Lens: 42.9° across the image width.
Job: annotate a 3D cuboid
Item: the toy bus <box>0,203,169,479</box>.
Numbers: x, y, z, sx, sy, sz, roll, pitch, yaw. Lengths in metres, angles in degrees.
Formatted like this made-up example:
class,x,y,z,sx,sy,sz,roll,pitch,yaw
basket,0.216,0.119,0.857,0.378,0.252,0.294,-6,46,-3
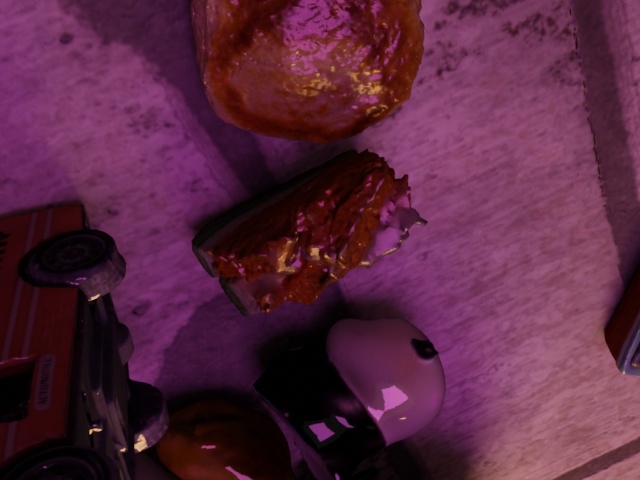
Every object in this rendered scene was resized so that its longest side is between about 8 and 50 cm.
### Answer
class,x,y,z,sx,sy,sz,roll,pitch,yaw
toy bus,-0.234,0.160,0.572,0.232,0.427,0.203,-11,123,-6

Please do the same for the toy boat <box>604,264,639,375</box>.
class,x,y,z,sx,sy,sz,roll,pitch,yaw
toy boat,0.444,0.025,0.862,0.145,0.133,0.332,12,116,-21

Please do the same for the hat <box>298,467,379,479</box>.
class,x,y,z,sx,sy,sz,roll,pitch,yaw
hat,0.008,0.280,0.935,0.121,0.050,0.121,-29,168,-7

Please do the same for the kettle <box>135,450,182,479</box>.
class,x,y,z,sx,sy,sz,roll,pitch,yaw
kettle,-0.195,0.345,0.863,0.240,0.165,0.255,-30,128,17

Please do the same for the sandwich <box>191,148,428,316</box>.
class,x,y,z,sx,sy,sz,roll,pitch,yaw
sandwich,-0.008,0.004,0.704,0.184,0.160,0.109,-29,106,-6

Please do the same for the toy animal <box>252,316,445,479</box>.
class,x,y,z,sx,sy,sz,roll,pitch,yaw
toy animal,0.039,0.157,0.833,0.179,0.138,0.166,-34,144,-4

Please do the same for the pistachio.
class,x,y,z,sx,sy,sz,roll,pitch,yaw
pistachio,-0.080,0.228,0.847,0.189,0.110,0.100,41,130,-18

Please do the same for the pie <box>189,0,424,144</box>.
class,x,y,z,sx,sy,sz,roll,pitch,yaw
pie,-0.010,-0.168,0.639,0.178,0.084,0.205,-5,125,-14
